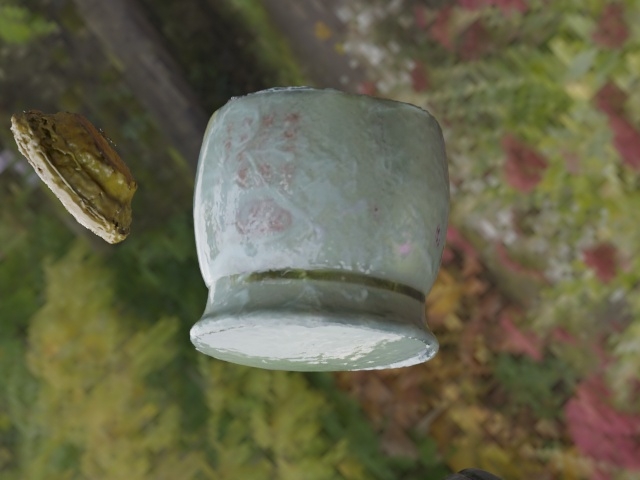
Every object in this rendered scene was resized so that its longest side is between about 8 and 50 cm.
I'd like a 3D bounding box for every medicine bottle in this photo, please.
[{"bbox_3d":[0.000,0.000,1.087,0.147,0.143,0.147,2,167,0],"label":"medicine bottle"}]

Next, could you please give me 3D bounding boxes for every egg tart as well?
[{"bbox_3d":[-0.181,-0.057,1.442,0.130,0.052,0.130,49,-174,-7],"label":"egg tart"}]

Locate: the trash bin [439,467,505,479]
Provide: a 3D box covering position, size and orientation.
[{"bbox_3d":[0.130,0.283,1.386,0.236,0.101,0.176,63,160,-13],"label":"trash bin"}]
